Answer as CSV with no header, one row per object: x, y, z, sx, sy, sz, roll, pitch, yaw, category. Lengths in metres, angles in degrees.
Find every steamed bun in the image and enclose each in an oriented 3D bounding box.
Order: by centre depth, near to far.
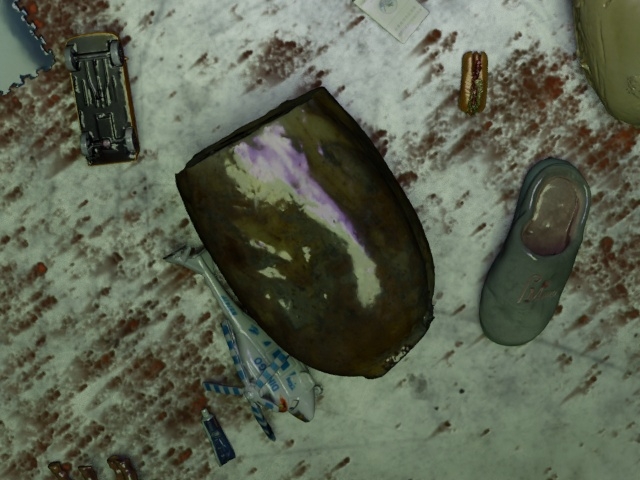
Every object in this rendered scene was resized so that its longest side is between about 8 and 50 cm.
0.423,-0.259,1.892,0.232,0.166,0.273,-11,111,1,steamed bun

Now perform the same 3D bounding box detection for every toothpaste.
-0.137,0.257,2.077,0.027,0.019,0.083,-27,106,-13,toothpaste

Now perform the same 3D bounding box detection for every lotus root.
0.000,0.000,1.912,0.250,0.250,0.346,-35,94,6,lotus root

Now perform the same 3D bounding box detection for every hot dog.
0.192,-0.196,1.984,0.037,0.021,0.083,0,101,0,hot dog

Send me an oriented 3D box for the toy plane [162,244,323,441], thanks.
-0.097,0.121,2.027,0.273,0.107,0.182,48,141,8,toy plane

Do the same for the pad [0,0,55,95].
-0.503,-0.264,1.944,0.269,0.012,0.269,-28,105,2,pad

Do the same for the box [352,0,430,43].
0.087,-0.289,1.960,0.083,0.024,0.054,39,101,-10,box

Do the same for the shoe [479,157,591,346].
0.273,0.022,1.995,0.103,0.100,0.251,15,99,-5,shoe

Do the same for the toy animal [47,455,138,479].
-0.318,0.402,2.088,0.149,0.054,0.275,20,102,-3,toy animal

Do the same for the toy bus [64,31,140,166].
-0.264,-0.177,1.949,0.069,0.074,0.162,-6,105,7,toy bus
